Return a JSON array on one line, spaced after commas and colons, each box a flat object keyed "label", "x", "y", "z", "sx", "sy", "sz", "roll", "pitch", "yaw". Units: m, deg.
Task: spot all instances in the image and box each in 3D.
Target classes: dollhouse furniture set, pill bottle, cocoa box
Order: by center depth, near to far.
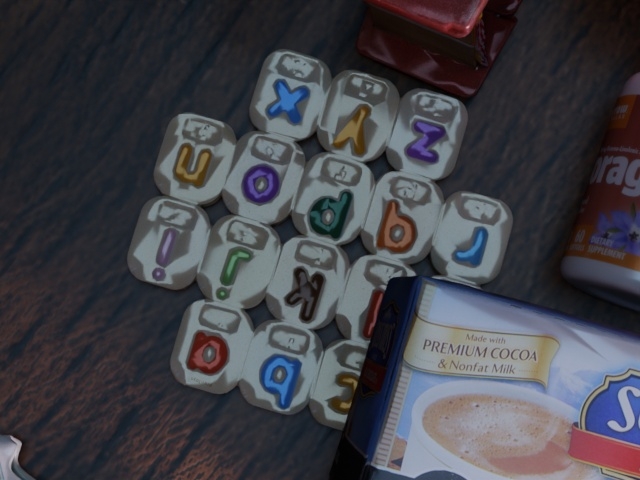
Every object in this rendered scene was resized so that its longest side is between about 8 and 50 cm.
[{"label": "cocoa box", "x": 0.190, "y": 0.174, "z": 1.175, "sx": 0.347, "sy": 0.231, "sz": 0.228, "roll": 16, "pitch": 88, "yaw": -2}, {"label": "dollhouse furniture set", "x": -0.019, "y": -0.262, "z": 1.255, "sx": 0.374, "sy": 0.201, "sz": 0.152, "roll": 24, "pitch": 85, "yaw": 8}, {"label": "pill bottle", "x": 0.271, "y": -0.054, "z": 1.267, "sx": 0.121, "sy": 0.121, "sz": 0.216, "roll": 19, "pitch": 84, "yaw": 1}]

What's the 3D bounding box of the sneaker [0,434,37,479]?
[{"label": "sneaker", "x": -0.230, "y": 0.219, "z": 1.268, "sx": 0.061, "sy": 0.053, "sz": 0.152, "roll": -26, "pitch": 84, "yaw": -6}]

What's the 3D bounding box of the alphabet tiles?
[{"label": "alphabet tiles", "x": 0.000, "y": 0.000, "z": 1.309, "sx": 0.284, "sy": 0.021, "sz": 0.278, "roll": 16, "pitch": 84, "yaw": 1}]
